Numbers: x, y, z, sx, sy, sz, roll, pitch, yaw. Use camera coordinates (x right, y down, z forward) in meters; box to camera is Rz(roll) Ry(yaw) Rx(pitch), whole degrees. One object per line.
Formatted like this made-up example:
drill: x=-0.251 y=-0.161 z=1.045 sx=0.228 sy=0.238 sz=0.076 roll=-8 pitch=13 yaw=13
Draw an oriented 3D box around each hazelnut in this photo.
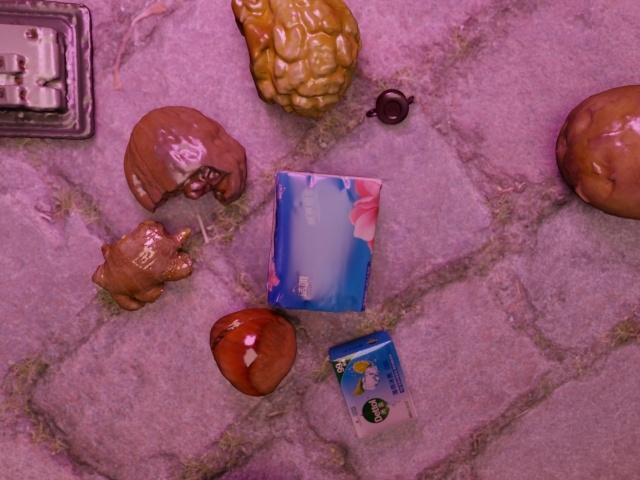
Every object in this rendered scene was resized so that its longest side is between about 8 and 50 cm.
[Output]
hazelnut: x=-0.133 y=0.215 z=0.949 sx=0.182 sy=0.182 sz=0.182 roll=-1 pitch=100 yaw=-4

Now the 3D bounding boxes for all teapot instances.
teapot: x=0.140 y=-0.269 z=0.937 sx=0.100 sy=0.045 sz=0.068 roll=-14 pitch=123 yaw=16

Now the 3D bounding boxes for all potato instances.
potato: x=0.605 y=-0.152 z=0.910 sx=0.237 sy=0.301 sz=0.289 roll=-20 pitch=67 yaw=20

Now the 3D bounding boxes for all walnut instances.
walnut: x=-0.262 y=-0.160 z=0.880 sx=0.238 sy=0.141 sz=0.204 roll=-7 pitch=96 yaw=-6

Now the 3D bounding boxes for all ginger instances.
ginger: x=-0.344 y=0.043 z=0.926 sx=0.216 sy=0.102 sz=0.157 roll=-37 pitch=107 yaw=2

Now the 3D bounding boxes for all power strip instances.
power strip: x=-0.559 y=-0.318 z=0.853 sx=0.251 sy=0.092 sz=0.257 roll=0 pitch=96 yaw=-1

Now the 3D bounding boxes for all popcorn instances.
popcorn: x=-0.049 y=-0.354 z=0.835 sx=0.251 sy=0.206 sz=0.237 roll=22 pitch=112 yaw=4

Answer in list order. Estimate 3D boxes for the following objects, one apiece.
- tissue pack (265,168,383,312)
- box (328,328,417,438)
tissue pack: x=0.000 y=0.000 z=0.926 sx=0.209 sy=0.137 sz=0.270 roll=6 pitch=100 yaw=-4
box: x=0.114 y=0.311 z=1.022 sx=0.139 sy=0.073 sz=0.194 roll=-20 pitch=101 yaw=-1
